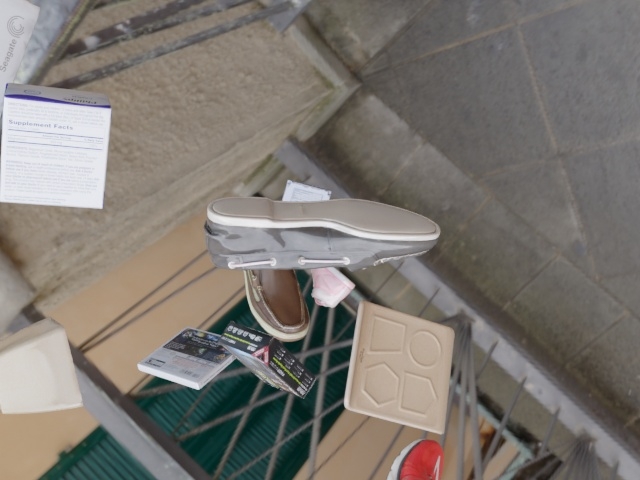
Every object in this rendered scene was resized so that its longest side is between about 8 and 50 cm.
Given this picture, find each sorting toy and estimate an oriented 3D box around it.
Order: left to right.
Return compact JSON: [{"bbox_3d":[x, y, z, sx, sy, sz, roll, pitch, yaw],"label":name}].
[{"bbox_3d":[0.138,0.221,1.403,0.208,0.193,0.038,20,155,-22],"label":"sorting toy"}]

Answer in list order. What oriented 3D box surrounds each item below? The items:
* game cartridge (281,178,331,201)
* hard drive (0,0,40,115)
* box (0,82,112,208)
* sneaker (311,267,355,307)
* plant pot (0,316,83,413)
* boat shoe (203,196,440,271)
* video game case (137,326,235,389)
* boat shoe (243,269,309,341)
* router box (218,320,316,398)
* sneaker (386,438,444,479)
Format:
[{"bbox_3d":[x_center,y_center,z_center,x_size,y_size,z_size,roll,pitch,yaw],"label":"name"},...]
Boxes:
[{"bbox_3d":[-0.027,-0.075,1.468,0.083,0.017,0.056,15,101,-13],"label":"game cartridge"},{"bbox_3d":[-0.541,-0.260,0.968,0.047,0.353,0.233,11,80,46],"label":"hard drive"},{"bbox_3d":[-0.333,-0.118,1.015,0.126,0.072,0.137,4,114,-19],"label":"box"},{"bbox_3d":[0.000,0.070,1.419,0.070,0.051,0.134,-52,42,3],"label":"sneaker"},{"bbox_3d":[-0.381,0.170,1.059,0.109,0.096,0.109,5,107,62],"label":"plant pot"},{"bbox_3d":[0.000,0.000,1.164,0.335,0.112,0.096,5,118,-1],"label":"boat shoe"},{"bbox_3d":[-0.293,0.266,1.853,0.190,0.173,0.022,9,121,34],"label":"video game case"},{"bbox_3d":[-0.088,0.059,1.399,0.257,0.095,0.095,-122,28,-42],"label":"boat shoe"},{"bbox_3d":[-0.075,0.170,1.149,0.092,0.038,0.122,13,152,43],"label":"router box"},{"bbox_3d":[0.172,0.442,1.345,0.118,0.279,0.107,-19,112,34],"label":"sneaker"}]
